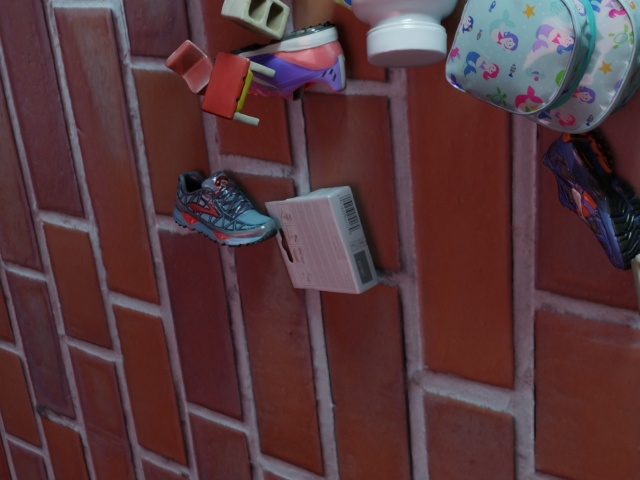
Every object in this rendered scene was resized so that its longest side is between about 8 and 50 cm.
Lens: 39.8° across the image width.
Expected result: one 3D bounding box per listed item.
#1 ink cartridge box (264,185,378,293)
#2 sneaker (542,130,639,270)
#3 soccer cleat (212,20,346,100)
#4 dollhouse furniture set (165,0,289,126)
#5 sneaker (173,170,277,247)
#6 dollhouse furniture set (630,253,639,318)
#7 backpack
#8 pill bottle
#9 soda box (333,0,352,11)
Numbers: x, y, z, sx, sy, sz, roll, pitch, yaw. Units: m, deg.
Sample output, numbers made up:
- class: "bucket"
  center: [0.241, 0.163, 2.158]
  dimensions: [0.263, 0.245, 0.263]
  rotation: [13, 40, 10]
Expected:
- class: "ink cartridge box"
  center: [0.000, 0.000, 1.651]
  dimensions: [0.232, 0.066, 0.189]
  rotation: [3, 113, 61]
- class: "sneaker"
  center: [0.396, -0.059, 1.274]
  dimensions: [0.087, 0.083, 0.221]
  rotation: [-27, 88, 58]
- class: "soccer cleat"
  center: [-0.092, -0.289, 1.543]
  dimensions: [0.318, 0.108, 0.117]
  rotation: [-7, 108, 38]
- class: "dollhouse furniture set"
  center: [-0.163, -0.396, 1.421]
  dimensions: [0.201, 0.152, 0.374]
  rotation: [21, 95, 30]
- class: "sneaker"
  center: [-0.196, -0.068, 1.731]
  dimensions: [0.261, 0.104, 0.125]
  rotation: [18, 118, 33]
- class: "dollhouse furniture set"
  center: [0.558, 0.146, 1.234]
  dimensions: [0.197, 0.151, 0.302]
  rotation: [-9, 86, 21]
- class: "backpack"
  center: [0.306, -0.266, 1.177]
  dimensions: [0.253, 0.191, 0.225]
  rotation: [30, 126, 19]
- class: "pill bottle"
  center: [0.116, -0.387, 1.238]
  dimensions: [0.152, 0.152, 0.272]
  rotation: [-3, 87, 40]
- class: "soda box"
  center: [0.087, -0.380, 1.379]
  dimensions: [0.181, 0.061, 0.058]
  rotation: [35, 129, 22]
